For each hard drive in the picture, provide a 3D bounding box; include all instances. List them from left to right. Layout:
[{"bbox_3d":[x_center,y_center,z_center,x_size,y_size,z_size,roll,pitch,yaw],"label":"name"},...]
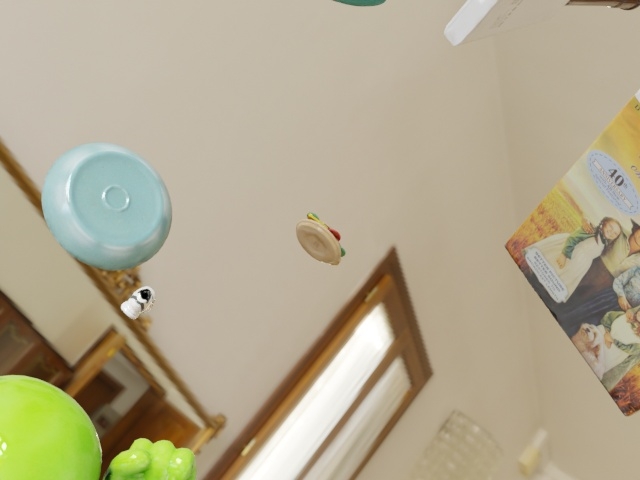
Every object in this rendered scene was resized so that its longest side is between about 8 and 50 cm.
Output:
[{"bbox_3d":[0.345,-0.409,1.483,0.040,0.307,0.203,53,-46,11],"label":"hard drive"}]

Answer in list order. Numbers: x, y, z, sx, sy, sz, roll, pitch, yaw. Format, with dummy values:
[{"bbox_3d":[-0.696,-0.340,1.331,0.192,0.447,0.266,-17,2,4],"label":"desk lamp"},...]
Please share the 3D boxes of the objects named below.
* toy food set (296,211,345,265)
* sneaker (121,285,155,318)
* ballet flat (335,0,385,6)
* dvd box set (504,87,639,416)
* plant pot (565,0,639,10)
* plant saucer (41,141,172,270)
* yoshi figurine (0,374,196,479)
[{"bbox_3d":[0.000,0.000,1.341,0.083,0.020,0.083,40,-31,8],"label":"toy food set"},{"bbox_3d":[-0.287,0.095,1.528,0.040,0.043,0.109,46,13,-6],"label":"sneaker"},{"bbox_3d":[0.014,-0.437,1.561,0.203,0.074,0.074,1,-20,-7],"label":"ballet flat"},{"bbox_3d":[0.412,0.028,1.170,0.308,0.062,0.420,57,-23,15],"label":"dvd box set"},{"bbox_3d":[0.557,-0.546,1.895,0.167,0.165,0.167,172,-90,-73],"label":"plant pot"},{"bbox_3d":[-0.181,-0.034,0.818,0.119,0.119,0.021,45,-34,-11],"label":"plant saucer"},{"bbox_3d":[-0.136,0.221,0.570,0.362,0.203,0.203,40,-9,5],"label":"yoshi figurine"}]
